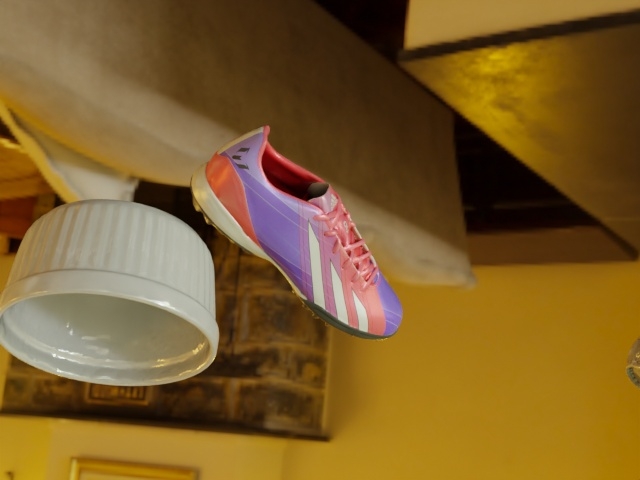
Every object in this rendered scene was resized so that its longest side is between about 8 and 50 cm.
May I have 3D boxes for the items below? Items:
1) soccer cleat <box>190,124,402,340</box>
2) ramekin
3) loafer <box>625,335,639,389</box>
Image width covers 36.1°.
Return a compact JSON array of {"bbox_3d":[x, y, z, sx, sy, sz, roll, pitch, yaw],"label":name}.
[{"bbox_3d":[0.000,0.000,1.132,0.318,0.109,0.116,41,119,-21],"label":"soccer cleat"},{"bbox_3d":[-0.196,0.049,0.931,0.207,0.109,0.207,2,150,1],"label":"ramekin"},{"bbox_3d":[0.359,0.185,0.765,0.319,0.111,0.112,39,174,43],"label":"loafer"}]
